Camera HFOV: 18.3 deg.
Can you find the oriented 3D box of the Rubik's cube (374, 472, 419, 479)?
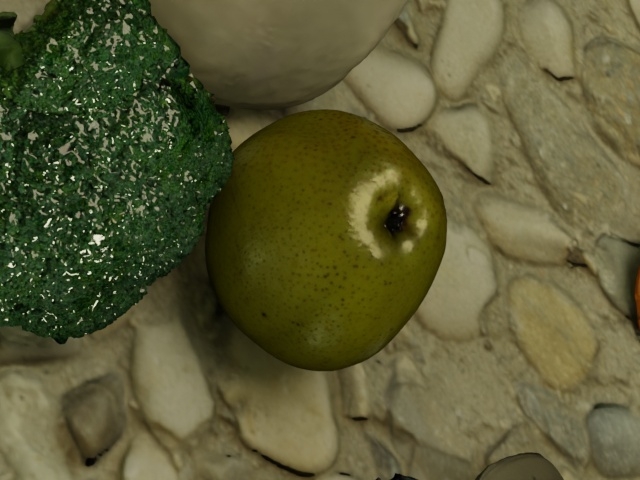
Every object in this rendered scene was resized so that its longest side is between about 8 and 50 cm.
[{"bbox_3d":[0.067,0.325,1.305,0.250,0.246,0.248,20,52,-29],"label":"Rubik's cube"}]

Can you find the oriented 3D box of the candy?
[{"bbox_3d":[-0.081,-0.331,1.627,0.427,0.186,0.386,47,48,-2],"label":"candy"}]

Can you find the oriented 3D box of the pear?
[{"bbox_3d":[-0.001,-0.001,1.484,0.198,0.198,0.198,20,54,-30],"label":"pear"}]

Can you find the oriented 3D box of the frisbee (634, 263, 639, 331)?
[{"bbox_3d":[0.381,0.060,1.835,0.192,0.035,0.192,5,75,-19],"label":"frisbee"}]

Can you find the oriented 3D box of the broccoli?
[{"bbox_3d":[-0.194,-0.077,1.359,0.254,0.269,0.269,1,65,-46],"label":"broccoli"}]

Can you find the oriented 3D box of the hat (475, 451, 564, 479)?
[{"bbox_3d":[0.225,0.275,1.525,0.214,0.149,0.245,5,73,-55],"label":"hat"}]
